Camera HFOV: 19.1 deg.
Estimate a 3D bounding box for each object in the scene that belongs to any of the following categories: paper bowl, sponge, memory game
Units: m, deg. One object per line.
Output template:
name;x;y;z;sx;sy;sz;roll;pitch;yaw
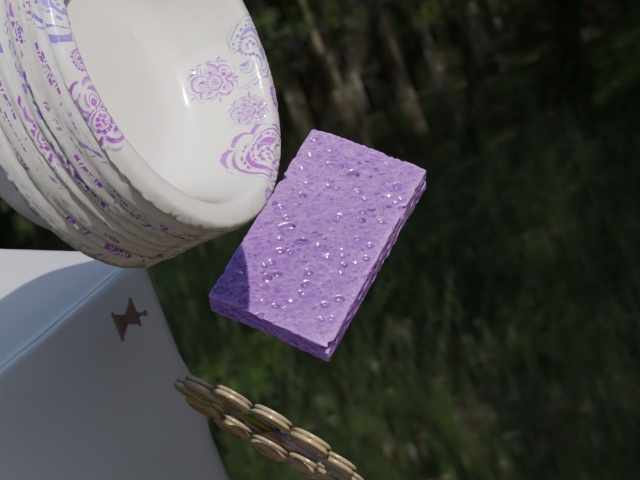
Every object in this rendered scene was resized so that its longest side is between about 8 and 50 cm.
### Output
paper bowl;-0.164;-0.118;1.401;0.148;0.284;0.284;-23;-1;28
sponge;0.000;0.000;1.670;0.031;0.117;0.210;89;-153;-54
memory game;-0.045;0.166;1.626;0.012;0.186;0.186;-61;12;-15

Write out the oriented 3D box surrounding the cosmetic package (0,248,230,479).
cosmetic package;-0.356;0.222;1.875;0.393;0.329;0.327;1;30;39
